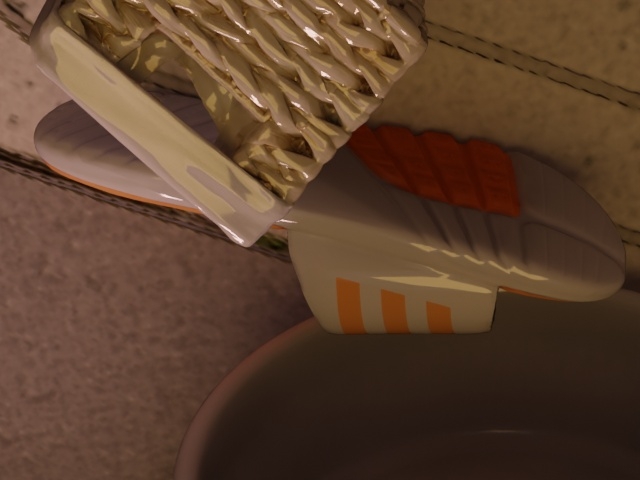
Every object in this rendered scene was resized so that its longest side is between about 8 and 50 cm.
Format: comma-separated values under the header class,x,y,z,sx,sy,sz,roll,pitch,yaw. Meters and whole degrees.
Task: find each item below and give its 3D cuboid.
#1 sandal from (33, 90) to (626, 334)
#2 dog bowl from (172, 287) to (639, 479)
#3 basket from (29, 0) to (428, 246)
class,x,y,z,sx,sy,sz,roll,pitch,yaw
sandal,0.002,-0.005,0.671,0.265,0.102,0.076,13,121,8
dog bowl,0.074,0.127,0.636,0.265,0.265,0.104,-2,121,7
basket,-0.028,-0.095,0.580,0.113,0.167,0.103,42,110,-17
